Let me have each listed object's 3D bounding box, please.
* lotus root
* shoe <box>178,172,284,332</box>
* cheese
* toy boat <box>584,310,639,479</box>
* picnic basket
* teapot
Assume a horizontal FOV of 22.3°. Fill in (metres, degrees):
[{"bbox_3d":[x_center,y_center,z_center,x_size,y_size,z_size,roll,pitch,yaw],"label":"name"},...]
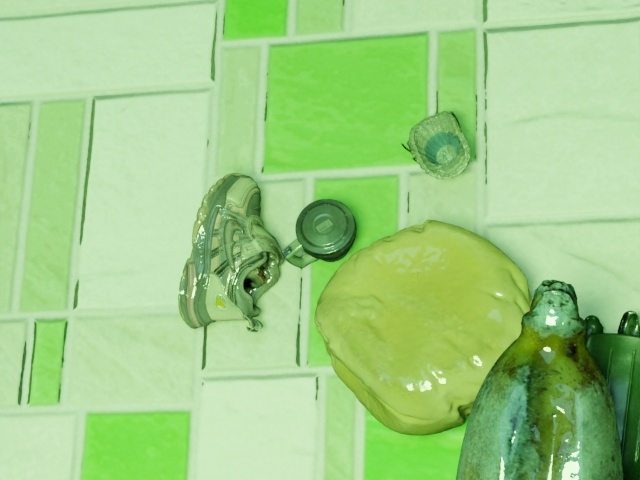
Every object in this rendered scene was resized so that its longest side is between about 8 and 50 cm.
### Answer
[{"bbox_3d":[0.211,0.200,1.552,0.158,0.140,0.322,4,83,8],"label":"lotus root"},{"bbox_3d":[-0.088,0.015,1.762,0.092,0.089,0.180,12,75,19],"label":"shoe"},{"bbox_3d":[0.112,0.084,1.675,0.214,0.117,0.226,-35,61,-8],"label":"cheese"},{"bbox_3d":[0.298,0.170,1.629,0.104,0.052,0.210,5,72,13],"label":"toy boat"},{"bbox_3d":[0.126,-0.104,1.759,0.065,0.083,0.083,-26,63,9],"label":"picnic basket"},{"bbox_3d":[0.000,0.000,1.764,0.088,0.057,0.066,-33,64,-3],"label":"teapot"}]
